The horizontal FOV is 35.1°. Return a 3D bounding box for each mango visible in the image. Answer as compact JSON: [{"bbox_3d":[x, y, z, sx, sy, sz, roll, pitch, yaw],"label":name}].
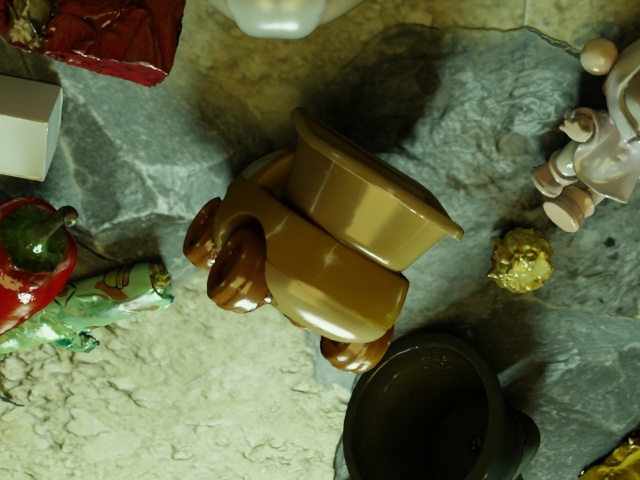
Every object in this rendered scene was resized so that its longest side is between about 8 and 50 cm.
[{"bbox_3d":[0.442,0.380,1.432,0.153,0.126,0.252,19,127,-2],"label":"mango"}]

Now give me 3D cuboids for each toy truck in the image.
[{"bbox_3d":[0.000,0.000,1.049,0.204,0.288,0.212,31,96,-22],"label":"toy truck"}]

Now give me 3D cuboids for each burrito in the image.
[{"bbox_3d":[-0.302,0.099,1.244,0.288,0.054,0.104,-16,129,9],"label":"burrito"}]

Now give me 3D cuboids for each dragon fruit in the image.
[{"bbox_3d":[-0.233,-0.218,1.002,0.192,0.122,0.092,10,88,-4],"label":"dragon fruit"}]

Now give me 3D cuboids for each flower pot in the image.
[{"bbox_3d":[0.164,0.247,1.286,0.235,0.235,0.148,-37,140,24],"label":"flower pot"}]

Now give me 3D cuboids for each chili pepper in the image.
[{"bbox_3d":[-0.344,0.020,1.124,0.338,0.135,0.131,-31,149,26],"label":"chili pepper"}]

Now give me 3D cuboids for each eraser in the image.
[{"bbox_3d":[-0.423,-0.137,1.038,0.298,0.078,0.076,10,127,-9],"label":"eraser"}]

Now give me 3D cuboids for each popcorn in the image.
[{"bbox_3d":[0.233,0.025,1.193,0.083,0.057,0.082,-22,132,11],"label":"popcorn"}]

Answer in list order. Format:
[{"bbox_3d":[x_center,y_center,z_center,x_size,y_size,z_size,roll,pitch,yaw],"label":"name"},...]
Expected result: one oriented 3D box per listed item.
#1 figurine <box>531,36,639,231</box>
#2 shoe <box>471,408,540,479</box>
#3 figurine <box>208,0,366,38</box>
[{"bbox_3d":[0.332,-0.122,1.035,0.200,0.133,0.276,48,122,1],"label":"figurine"},{"bbox_3d":[0.230,0.346,1.418,0.149,0.109,0.293,27,126,-26],"label":"shoe"},{"bbox_3d":[-0.036,-0.330,0.822,0.320,0.196,0.323,1,138,6],"label":"figurine"}]
